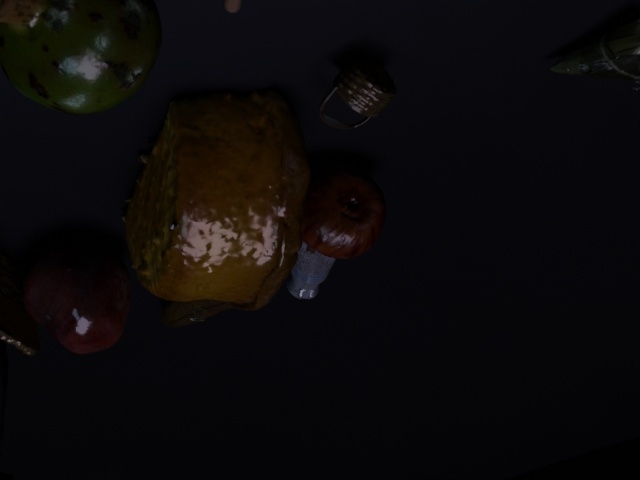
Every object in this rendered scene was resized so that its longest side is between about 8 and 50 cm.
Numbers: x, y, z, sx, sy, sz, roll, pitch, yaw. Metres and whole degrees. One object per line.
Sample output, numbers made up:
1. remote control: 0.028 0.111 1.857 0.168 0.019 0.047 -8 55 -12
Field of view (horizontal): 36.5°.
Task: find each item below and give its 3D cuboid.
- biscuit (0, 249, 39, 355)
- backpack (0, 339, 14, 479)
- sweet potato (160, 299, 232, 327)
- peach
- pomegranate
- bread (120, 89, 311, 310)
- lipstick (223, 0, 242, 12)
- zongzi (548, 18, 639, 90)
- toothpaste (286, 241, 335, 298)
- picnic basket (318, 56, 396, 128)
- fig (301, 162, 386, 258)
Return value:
1. biscuit: -0.441 0.061 1.289 0.025 0.131 0.231 -17 149 8
2. backpack: -0.576 0.267 1.289 0.363 0.446 0.255 9 159 -2
3. sweet potato: -0.163 0.082 1.475 0.273 0.075 0.075 -28 147 35
4. peach: -0.335 0.073 1.328 0.152 0.152 0.152 -7 152 -4
5. pomegranate: -0.229 -0.205 0.853 0.156 0.156 0.220 -15 142 11
6. bread: -0.126 -0.018 1.183 0.194 0.179 0.340 5 148 -23
7. lipstick: -0.077 -0.257 0.927 0.019 0.019 0.094 0 151 -17
8. zongzi: 0.343 -0.203 1.122 0.119 0.055 0.109 -18 154 41
9. toothpaste: 0.000 0.000 1.394 0.089 0.057 0.234 2 143 -16
10. picnic basket: 0.037 -0.159 1.085 0.072 0.072 0.083 15 131 -38
11. fig: 0.026 -0.030 1.268 0.128 0.128 0.150 -14 150 9
